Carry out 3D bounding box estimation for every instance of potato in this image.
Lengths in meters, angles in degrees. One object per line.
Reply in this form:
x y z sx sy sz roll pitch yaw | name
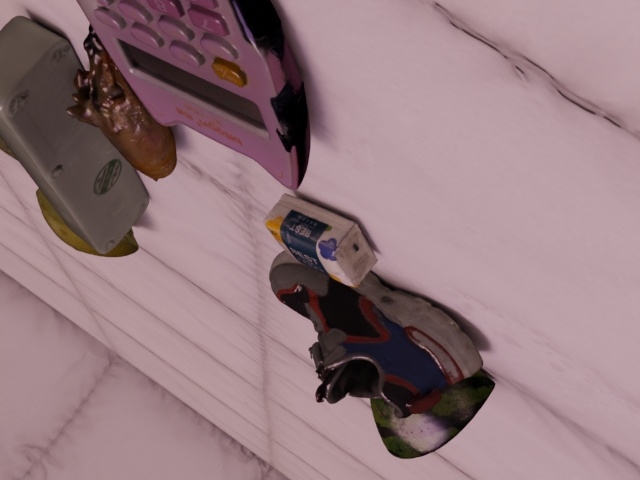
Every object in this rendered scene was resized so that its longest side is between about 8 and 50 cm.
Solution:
-0.283 -0.002 1.434 0.120 0.081 0.149 54 178 38 | potato

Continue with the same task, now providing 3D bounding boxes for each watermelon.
0.097 0.149 1.117 0.125 0.135 0.094 29 -161 15 | watermelon

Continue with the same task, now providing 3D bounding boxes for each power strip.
-0.255 -0.089 1.173 0.062 0.091 0.385 33 164 16 | power strip

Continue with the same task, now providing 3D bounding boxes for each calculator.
-0.098 -0.155 0.753 0.194 0.043 0.294 29 159 30 | calculator

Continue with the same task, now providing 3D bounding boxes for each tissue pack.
0.000 0.000 0.969 0.083 0.042 0.062 26 163 36 | tissue pack

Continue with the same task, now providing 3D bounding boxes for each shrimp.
-0.191 -0.126 0.979 0.117 0.066 0.262 30 161 21 | shrimp

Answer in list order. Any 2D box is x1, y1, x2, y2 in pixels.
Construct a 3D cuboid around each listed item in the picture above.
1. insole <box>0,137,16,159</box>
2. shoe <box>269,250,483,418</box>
-0.397 -0.134 1.501 0.109 0.007 0.322 43 164 -22 | insole
0.029 0.096 1.036 0.227 0.125 0.099 24 163 34 | shoe
